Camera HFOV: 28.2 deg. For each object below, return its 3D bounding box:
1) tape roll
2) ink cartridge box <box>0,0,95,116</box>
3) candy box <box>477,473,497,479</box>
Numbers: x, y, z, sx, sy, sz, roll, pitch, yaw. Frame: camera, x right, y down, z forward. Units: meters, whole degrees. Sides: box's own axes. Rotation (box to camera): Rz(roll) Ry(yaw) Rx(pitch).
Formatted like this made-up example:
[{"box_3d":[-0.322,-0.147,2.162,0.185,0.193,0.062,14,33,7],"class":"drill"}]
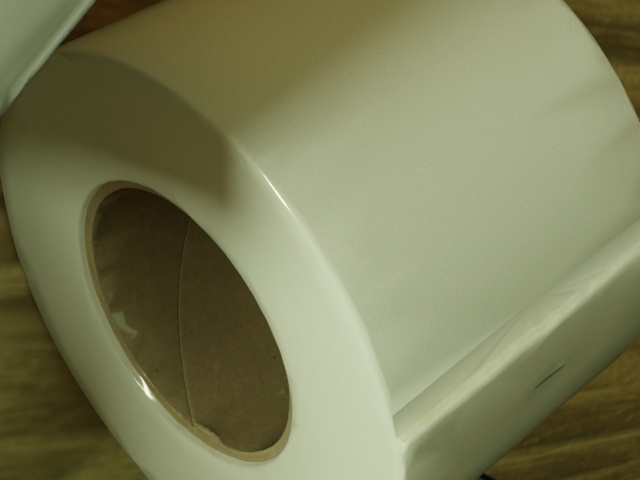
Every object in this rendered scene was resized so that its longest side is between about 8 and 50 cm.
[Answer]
[{"box_3d":[0.000,0.000,0.555,0.169,0.246,0.246,-33,124,-34],"class":"tape roll"},{"box_3d":[-0.185,-0.121,0.338,0.168,0.233,0.171,-55,134,-14],"class":"ink cartridge box"},{"box_3d":[0.001,0.317,0.750,0.317,0.122,0.268,-34,126,-34],"class":"candy box"}]
